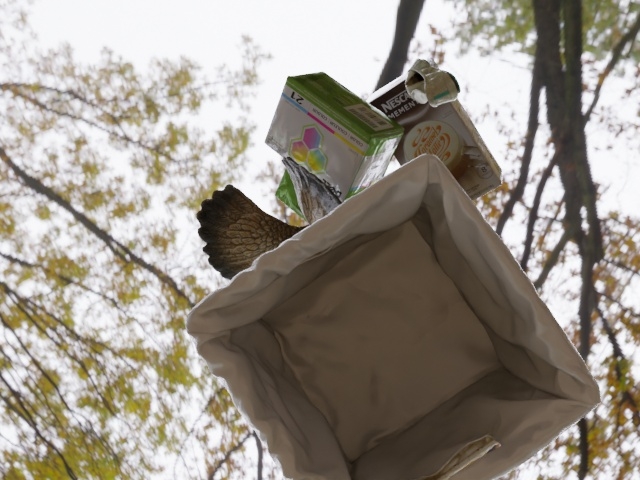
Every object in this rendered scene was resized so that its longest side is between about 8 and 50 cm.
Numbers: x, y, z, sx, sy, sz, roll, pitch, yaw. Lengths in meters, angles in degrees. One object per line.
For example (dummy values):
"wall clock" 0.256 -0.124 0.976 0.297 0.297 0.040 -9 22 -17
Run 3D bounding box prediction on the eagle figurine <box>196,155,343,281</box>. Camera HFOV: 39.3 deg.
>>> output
"eagle figurine" -0.007 -0.007 1.338 0.225 0.298 0.226 31 -75 34

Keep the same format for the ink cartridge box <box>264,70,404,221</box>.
"ink cartridge box" -0.001 -0.119 1.477 0.189 0.255 0.097 39 -146 24

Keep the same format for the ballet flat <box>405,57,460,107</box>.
"ballet flat" 0.141 -0.215 1.227 0.052 0.057 0.168 -30 -163 0

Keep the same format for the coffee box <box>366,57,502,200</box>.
"coffee box" 0.201 -0.180 1.595 0.141 0.098 0.246 -31 -78 21

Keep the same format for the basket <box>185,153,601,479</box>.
"basket" 0.073 0.124 1.042 0.328 0.266 0.331 -34 -90 -2
